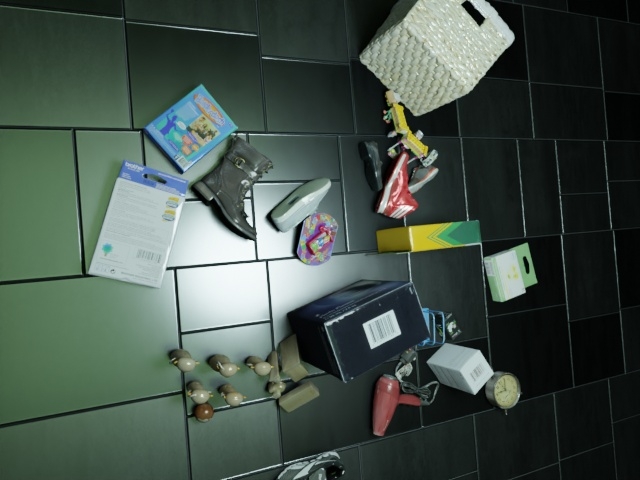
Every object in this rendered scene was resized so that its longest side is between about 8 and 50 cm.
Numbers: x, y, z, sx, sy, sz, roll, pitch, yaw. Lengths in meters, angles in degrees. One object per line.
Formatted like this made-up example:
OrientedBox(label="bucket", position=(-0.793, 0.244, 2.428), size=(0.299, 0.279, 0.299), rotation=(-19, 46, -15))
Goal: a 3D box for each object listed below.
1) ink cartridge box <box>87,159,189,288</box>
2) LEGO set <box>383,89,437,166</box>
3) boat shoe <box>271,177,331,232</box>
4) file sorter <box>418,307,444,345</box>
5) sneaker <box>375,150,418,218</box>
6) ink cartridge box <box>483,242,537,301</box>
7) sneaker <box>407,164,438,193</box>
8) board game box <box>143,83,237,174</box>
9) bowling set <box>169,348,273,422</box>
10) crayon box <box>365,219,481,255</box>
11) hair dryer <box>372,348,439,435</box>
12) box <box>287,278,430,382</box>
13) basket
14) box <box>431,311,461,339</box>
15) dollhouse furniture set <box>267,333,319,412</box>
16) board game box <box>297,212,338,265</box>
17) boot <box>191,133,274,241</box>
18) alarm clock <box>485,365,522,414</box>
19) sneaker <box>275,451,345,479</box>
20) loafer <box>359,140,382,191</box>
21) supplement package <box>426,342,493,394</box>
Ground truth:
OrientedBox(label="ink cartridge box", position=(-0.485, -0.040, 1.339), size=(0.185, 0.065, 0.311), rotation=(16, 83, -22))
OrientedBox(label="LEGO set", position=(0.270, -0.359, 1.688), size=(0.287, 0.107, 0.132), rotation=(53, 44, -5))
OrientedBox(label="boat shoe", position=(-0.053, -0.108, 1.535), size=(0.227, 0.079, 0.081), rotation=(-40, 130, -21))
OrientedBox(label="file sorter", position=(0.317, 0.293, 1.657), size=(0.170, 0.104, 0.118), rotation=(0, 88, -24))
OrientedBox(label="sneaker", position=(0.276, -0.176, 1.657), size=(0.128, 0.087, 0.221), rotation=(22, 95, -9))
OrientedBox(label="ink cartridge box", position=(0.737, 0.116, 1.880), size=(0.235, 0.056, 0.171), rotation=(-16, 94, -22))
OrientedBox(label="sneaker", position=(0.335, -0.218, 1.725), size=(0.158, 0.061, 0.065), rotation=(-35, 75, -22))
OrientedBox(label="board game box", position=(-0.366, -0.316, 1.412), size=(0.210, 0.047, 0.160), rotation=(-44, 104, -19))
OrientedBox(label="bowling set", position=(-0.277, 0.409, 1.359), size=(0.287, 0.154, 0.200), rotation=(7, 84, -23))
OrientedBox(label="crayon box", position=(0.329, -0.008, 1.621), size=(0.323, 0.203, 0.083), rotation=(-6, 90, -24))
OrientedBox(label="hair dryer", position=(0.272, 0.524, 1.640), size=(0.293, 0.080, 0.224), rotation=(-39, 104, -20))
OrientedBox(label="box", position=(0.100, 0.246, 1.458), size=(0.296, 0.294, 0.183), rotation=(-21, 95, -23))
OrientedBox(label="basket", position=(0.362, -0.625, 1.599), size=(0.328, 0.331, 0.266), rotation=(40, 75, -17))
OrientedBox(label="box", position=(0.440, 0.297, 1.733), size=(0.052, 0.062, 0.083), rotation=(-34, 100, -23))
OrientedBox(label="dollhouse furniture set", position=(-0.087, 0.399, 1.495), size=(0.144, 0.123, 0.151), rotation=(-32, 120, 11))
OrientedBox(label="board game box", position=(0.000, 0.000, 1.539), size=(0.133, 0.033, 0.169), rotation=(9, 96, -37))
OrientedBox(label="boot", position=(-0.218, -0.154, 1.447), size=(0.263, 0.091, 0.229), rotation=(47, 72, -13))
OrientedBox(label="alarm clock", position=(0.654, 0.531, 1.817), size=(0.129, 0.064, 0.192), rotation=(-42, 106, -20))
OrientedBox(label="sneaker", position=(-0.027, 0.707, 1.483), size=(0.234, 0.106, 0.078), rotation=(-13, 92, -24))
OrientedBox(label="loafer", position=(0.182, -0.249, 1.647), size=(0.061, 0.062, 0.170), rotation=(-16, 95, -29))
OrientedBox(label="supplement package", position=(0.468, 0.429, 1.676), size=(0.105, 0.179, 0.105), rotation=(-39, 103, -20))
